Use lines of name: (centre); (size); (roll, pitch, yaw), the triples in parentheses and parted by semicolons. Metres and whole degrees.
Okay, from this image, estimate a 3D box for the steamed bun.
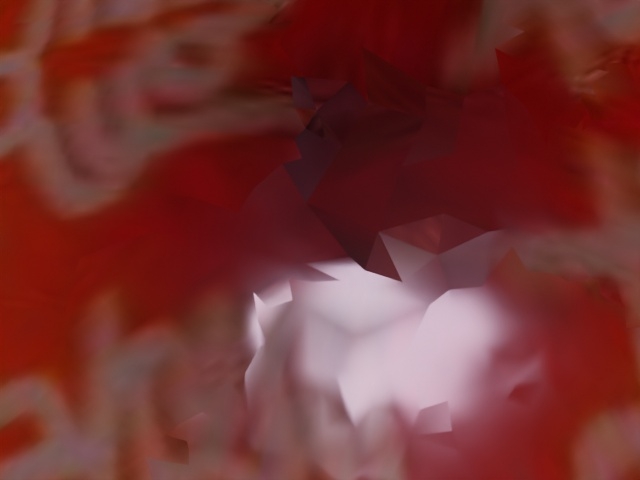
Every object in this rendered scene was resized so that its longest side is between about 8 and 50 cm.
steamed bun: (0.021, 0.032, 0.433); (0.374, 0.374, 0.241); (-47, 157, -22)
